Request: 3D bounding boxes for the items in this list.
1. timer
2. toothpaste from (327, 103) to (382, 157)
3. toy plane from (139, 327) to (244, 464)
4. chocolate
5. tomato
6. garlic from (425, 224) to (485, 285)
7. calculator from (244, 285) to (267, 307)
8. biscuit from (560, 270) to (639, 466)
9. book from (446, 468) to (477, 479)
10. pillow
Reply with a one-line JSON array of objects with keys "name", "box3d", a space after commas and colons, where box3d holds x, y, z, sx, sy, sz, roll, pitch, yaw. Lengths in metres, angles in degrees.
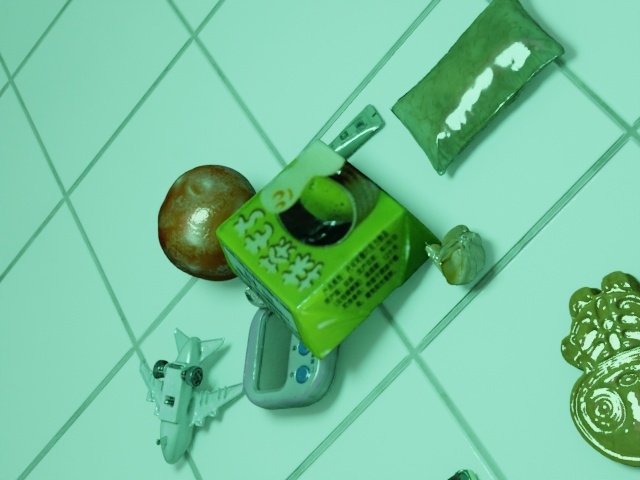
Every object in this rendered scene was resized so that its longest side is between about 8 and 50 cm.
[{"name": "timer", "box3d": [-0.049, 0.196, 1.935, 0.191, 0.069, 0.208, -12, 62, 38]}, {"name": "toothpaste", "box3d": [0.027, -0.165, 2.036, 0.218, 0.041, 0.064, -42, 45, 17]}, {"name": "toy plane", "box3d": [-0.265, 0.296, 2.068, 0.251, 0.101, 0.255, 8, 79, 31]}, {"name": "chocolate", "box3d": [0.000, 0.000, 1.870, 0.289, 0.137, 0.301, -43, 49, -6]}, {"name": "tomato", "box3d": [-0.214, -0.035, 2.063, 0.232, 0.189, 0.231, -174, 90, -83]}, {"name": "garlic", "box3d": [0.229, 0.021, 1.763, 0.094, 0.074, 0.113, -48, 40, 44]}, {"name": "calculator", "box3d": [-0.064, 0.054, 1.989, 0.175, 0.032, 0.100, -39, 32, -6]}, {"name": "biscuit", "box3d": [0.437, 0.180, 1.547, 0.202, 0.044, 0.288, -26, 60, 32]}, {"name": "book", "box3d": [0.200, 0.565, 1.610, 0.264, 0.031, 0.379, -41, 52, 21]}, {"name": "pillow", "box3d": [0.262, -0.273, 1.845, 0.302, 0.075, 0.185, -46, 52, 20]}]
